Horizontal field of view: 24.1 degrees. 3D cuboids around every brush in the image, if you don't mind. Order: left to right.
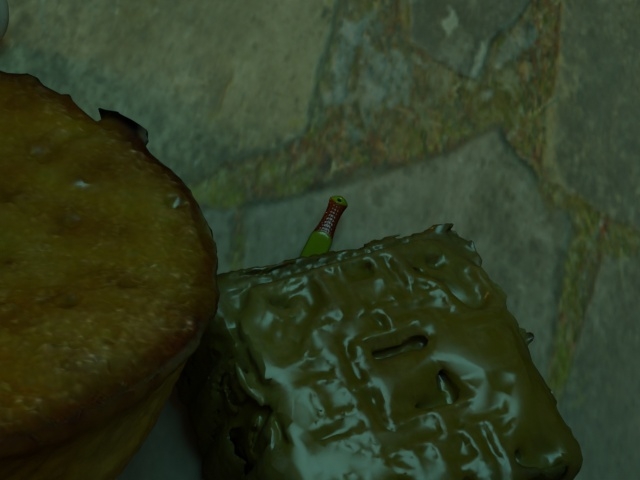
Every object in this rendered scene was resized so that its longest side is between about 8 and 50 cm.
[{"bbox_3d":[0.000,0.000,1.143,0.019,0.021,0.083,23,58,2],"label":"brush"}]

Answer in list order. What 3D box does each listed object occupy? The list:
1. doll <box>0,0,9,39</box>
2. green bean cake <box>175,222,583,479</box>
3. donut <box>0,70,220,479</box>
[{"bbox_3d":[-0.418,-0.217,1.011,0.366,0.376,0.187,16,70,7],"label":"doll"},{"bbox_3d":[0.038,0.113,1.005,0.230,0.131,0.224,-14,62,-24],"label":"green bean cake"},{"bbox_3d":[-0.254,0.046,0.888,0.378,0.163,0.435,6,32,-20],"label":"donut"}]
